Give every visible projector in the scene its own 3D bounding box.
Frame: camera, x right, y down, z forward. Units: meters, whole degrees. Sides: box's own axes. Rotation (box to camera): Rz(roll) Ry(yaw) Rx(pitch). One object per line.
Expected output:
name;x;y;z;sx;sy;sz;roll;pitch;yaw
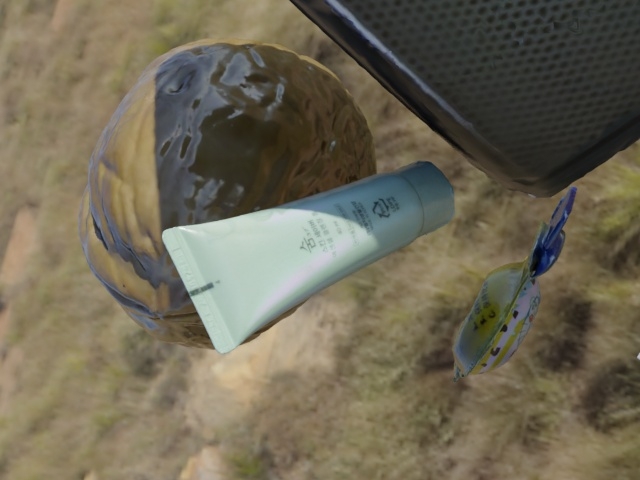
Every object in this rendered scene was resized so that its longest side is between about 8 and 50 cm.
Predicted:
projector;0.068;-0.295;0.762;0.242;0.405;0.395;-35;37;24

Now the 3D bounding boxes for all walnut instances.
walnut;-0.089;-0.043;1.136;0.277;0.252;0.313;-46;11;47

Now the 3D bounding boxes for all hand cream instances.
hand cream;0.000;0.000;0.746;0.050;0.205;0.078;-29;85;51

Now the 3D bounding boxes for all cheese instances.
cheese;0.200;0.054;1.264;0.250;0.064;0.156;-64;-3;35

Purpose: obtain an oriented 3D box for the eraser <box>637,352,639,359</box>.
eraser;0.395;0.090;1.306;0.122;0.052;0.029;-58;3;5
